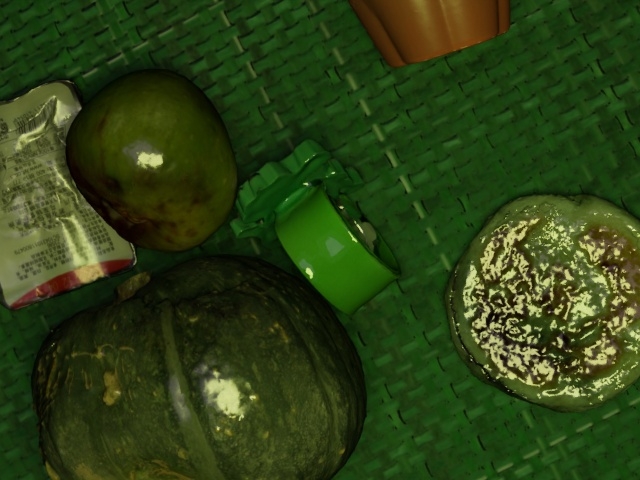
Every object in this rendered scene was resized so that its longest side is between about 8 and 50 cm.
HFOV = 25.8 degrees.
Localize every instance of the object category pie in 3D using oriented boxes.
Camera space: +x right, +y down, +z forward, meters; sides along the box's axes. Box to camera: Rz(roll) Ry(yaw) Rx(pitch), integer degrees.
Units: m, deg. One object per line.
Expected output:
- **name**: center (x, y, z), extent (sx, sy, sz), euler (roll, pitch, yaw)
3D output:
- **pie**: center (0.248, 0.065, 1.453), extent (0.240, 0.054, 0.240), euler (0, 88, 7)

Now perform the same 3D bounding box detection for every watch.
- **watch**: center (0.000, 0.000, 1.419), extent (0.131, 0.165, 0.152), euler (-37, 70, 10)

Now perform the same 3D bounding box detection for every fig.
- **fig**: center (-0.169, -0.088, 1.431), extent (0.181, 0.181, 0.191), euler (5, 55, 5)

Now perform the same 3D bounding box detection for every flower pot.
- **flower pot**: center (0.110, -0.275, 1.418), extent (0.191, 0.190, 0.173), euler (-19, 98, 4)

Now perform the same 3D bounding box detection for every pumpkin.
- **pumpkin**: center (-0.128, 0.152, 1.356), extent (0.328, 0.291, 0.257), euler (-22, 89, 18)

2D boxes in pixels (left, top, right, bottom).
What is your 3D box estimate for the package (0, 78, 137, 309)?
- **package**: center (-0.305, -0.054, 1.511), extent (0.166, 0.040, 0.232), euler (-19, 95, 6)
